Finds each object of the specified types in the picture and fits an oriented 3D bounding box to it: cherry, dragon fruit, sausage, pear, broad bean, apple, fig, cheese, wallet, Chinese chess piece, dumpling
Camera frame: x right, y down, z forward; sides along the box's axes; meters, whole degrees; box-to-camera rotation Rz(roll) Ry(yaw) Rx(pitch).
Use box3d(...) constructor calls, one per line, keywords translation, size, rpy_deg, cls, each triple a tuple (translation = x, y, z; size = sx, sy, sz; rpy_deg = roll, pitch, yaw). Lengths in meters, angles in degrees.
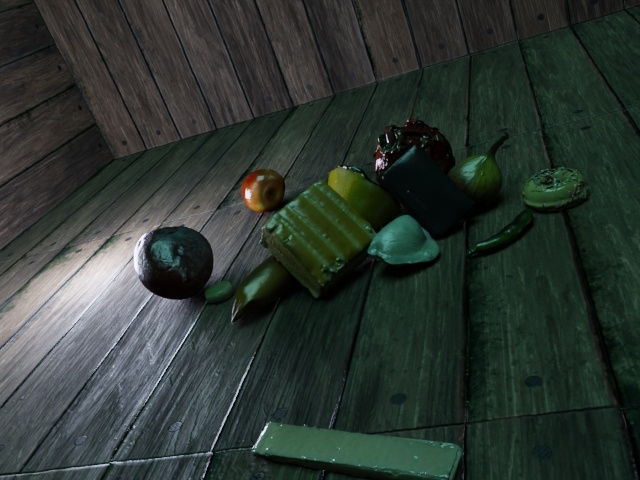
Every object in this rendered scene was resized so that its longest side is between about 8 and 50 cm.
box3d(translation=(-0.433, 0.069, 1.952), size=(0.230, 0.202, 0.300), rpy_deg=(9, 23, -27), cls="cherry")
box3d(translation=(0.269, -0.232, 1.935), size=(0.244, 0.299, 0.244), rpy_deg=(-27, 43, 28), cls="dragon fruit")
box3d(translation=(-0.139, 0.113, 1.763), size=(0.112, 0.112, 0.328), rpy_deg=(7, 38, 46), cls="sausage")
box3d(translation=(0.100, -0.082, 1.909), size=(0.267, 0.267, 0.178), rpy_deg=(13, 73, 52), cls="pear")
box3d(translation=(0.458, -0.019, 1.630), size=(0.227, 0.039, 0.069), rpy_deg=(-29, 19, -16), cls="broad bean")
box3d(translation=(-0.209, -0.182, 2.372), size=(0.163, 0.163, 0.139), rpy_deg=(-33, 38, -25), cls="apple")
box3d(translation=(0.459, -0.183, 1.816), size=(0.231, 0.143, 0.160), rpy_deg=(-37, 12, 25), cls="fig")
box3d(translation=(0.050, 0.370, 1.145), size=(0.400, 0.034, 0.085), rpy_deg=(-4, 29, 35), cls="cheese")
box3d(translation=(0.289, -0.129, 1.769), size=(0.149, 0.250, 0.044), rpy_deg=(-41, -8, 0), cls="wallet")
box3d(translation=(-0.292, 0.150, 1.889), size=(0.084, 0.034, 0.084), rpy_deg=(-17, 22, 7), cls="Chinese chess piece")
box3d(translation=(0.223, 0.014, 1.701), size=(0.217, 0.149, 0.105), rpy_deg=(-38, -11, -46), cls="dumpling")

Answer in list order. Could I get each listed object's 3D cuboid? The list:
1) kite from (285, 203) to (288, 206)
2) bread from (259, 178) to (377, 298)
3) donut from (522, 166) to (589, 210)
box3d(translation=(-0.091, -0.093, 2.262), size=(0.127, 0.016, 0.229), rpy_deg=(-14, 24, 23), cls="kite")
box3d(translation=(0.000, 0.000, 1.739), size=(0.239, 0.246, 0.111), rpy_deg=(-40, -14, -28), cls="bread")
box3d(translation=(0.614, -0.140, 1.721), size=(0.175, 0.068, 0.174), rpy_deg=(-18, 24, 9), cls="donut")
